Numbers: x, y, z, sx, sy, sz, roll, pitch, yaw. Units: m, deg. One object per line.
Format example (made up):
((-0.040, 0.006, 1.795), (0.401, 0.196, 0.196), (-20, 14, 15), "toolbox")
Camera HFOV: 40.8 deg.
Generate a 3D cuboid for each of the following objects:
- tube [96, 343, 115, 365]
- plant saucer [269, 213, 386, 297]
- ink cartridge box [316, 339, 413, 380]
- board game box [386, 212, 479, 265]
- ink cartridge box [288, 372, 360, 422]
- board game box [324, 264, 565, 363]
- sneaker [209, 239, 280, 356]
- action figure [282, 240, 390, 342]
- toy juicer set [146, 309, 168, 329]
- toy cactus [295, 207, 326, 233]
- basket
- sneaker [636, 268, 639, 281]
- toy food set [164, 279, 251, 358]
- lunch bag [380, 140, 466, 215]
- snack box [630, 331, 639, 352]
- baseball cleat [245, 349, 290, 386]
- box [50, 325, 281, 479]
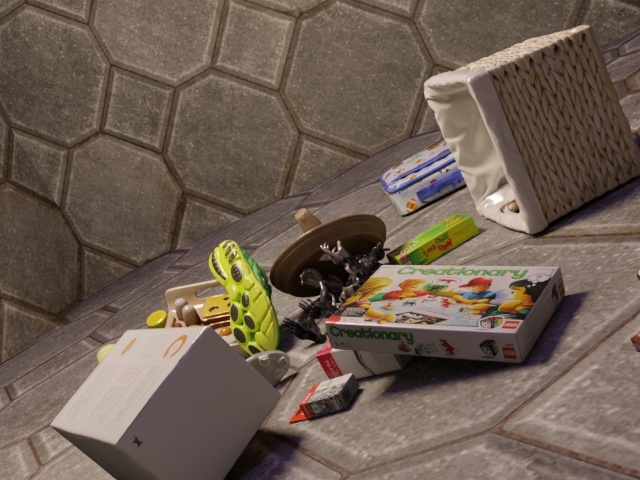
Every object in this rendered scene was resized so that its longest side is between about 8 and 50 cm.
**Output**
((-0.425, 0.316, 1.858), (0.070, 0.062, 0.240), (-61, 38, 18), "tube")
((0.023, 0.042, 1.860), (0.277, 0.041, 0.278), (-21, -28, -12), "plant saucer")
((0.086, 0.168, 1.395), (0.150, 0.063, 0.109), (-18, 15, 39), "ink cartridge box")
((0.236, 0.007, 1.825), (0.181, 0.043, 0.092), (-31, 11, -8), "board game box")
((0.000, 0.246, 1.341), (0.115, 0.029, 0.063), (-21, 13, 32), "ink cartridge box")
((0.184, 0.102, 1.278), (0.305, 0.053, 0.193), (-1, 25, 34), "board game box")
((-0.137, 0.121, 1.808), (0.109, 0.123, 0.296), (-40, 51, 20), "sneaker")
((0.034, 0.076, 1.731), (0.276, 0.141, 0.164), (-46, -10, -46), "action figure")
((-0.396, 0.311, 1.973), (0.209, 0.089, 0.329), (9, 47, 40), "toy juicer set")
((0.000, 0.000, 2.144), (0.219, 0.180, 0.112), (-29, 30, 24), "toy cactus")
((0.412, -0.228, 1.712), (0.266, 0.331, 0.328), (-27, 11, -3), "basket")
((0.455, 0.037, 1.124), (0.040, 0.044, 0.109), (-35, 10, -22), "sneaker")
((-0.260, 0.175, 1.900), (0.219, 0.092, 0.306), (-12, 27, 6), "toy food set")
((0.319, -0.187, 2.355), (0.303, 0.115, 0.243), (-29, 13, 5), "lunch bag")
((0.447, 0.079, 1.000), (0.178, 0.022, 0.064), (-32, 12, -18), "snack box")
((-0.153, 0.257, 1.571), (0.205, 0.072, 0.109), (-30, 11, -9), "baseball cleat")
((-0.255, 0.271, 1.368), (0.215, 0.168, 0.345), (-53, 21, -25), "box")
